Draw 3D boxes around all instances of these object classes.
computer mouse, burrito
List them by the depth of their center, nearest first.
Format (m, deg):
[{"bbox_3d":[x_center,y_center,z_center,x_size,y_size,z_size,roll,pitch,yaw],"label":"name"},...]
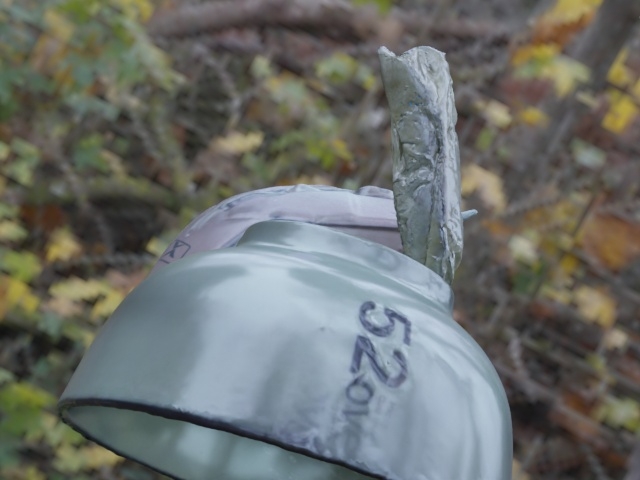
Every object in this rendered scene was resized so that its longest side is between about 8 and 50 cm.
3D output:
[{"bbox_3d":[0.087,-0.048,1.598,0.058,0.229,0.063,-6,2,20],"label":"burrito"},{"bbox_3d":[-0.002,-0.006,1.945,0.389,0.115,0.199,-17,20,-25],"label":"computer mouse"}]

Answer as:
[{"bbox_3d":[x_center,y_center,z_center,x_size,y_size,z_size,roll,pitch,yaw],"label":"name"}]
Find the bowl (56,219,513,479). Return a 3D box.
[{"bbox_3d":[-0.005,0.103,1.488,0.354,0.185,0.354,17,-16,5],"label":"bowl"}]
